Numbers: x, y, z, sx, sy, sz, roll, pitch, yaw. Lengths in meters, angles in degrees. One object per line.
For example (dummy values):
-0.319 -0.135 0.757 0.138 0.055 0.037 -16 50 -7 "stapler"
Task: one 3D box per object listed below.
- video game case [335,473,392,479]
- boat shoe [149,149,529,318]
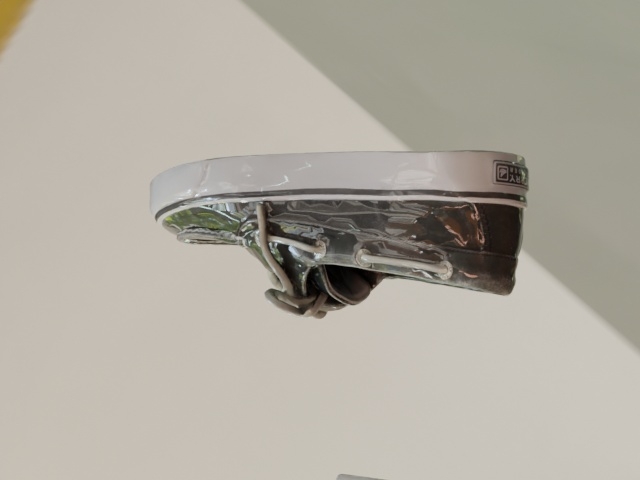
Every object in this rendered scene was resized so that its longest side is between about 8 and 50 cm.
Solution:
0.106 0.222 1.249 0.143 0.157 0.019 49 -126 -42 "video game case"
0.003 0.000 1.110 0.113 0.306 0.105 10 -98 -54 "boat shoe"
